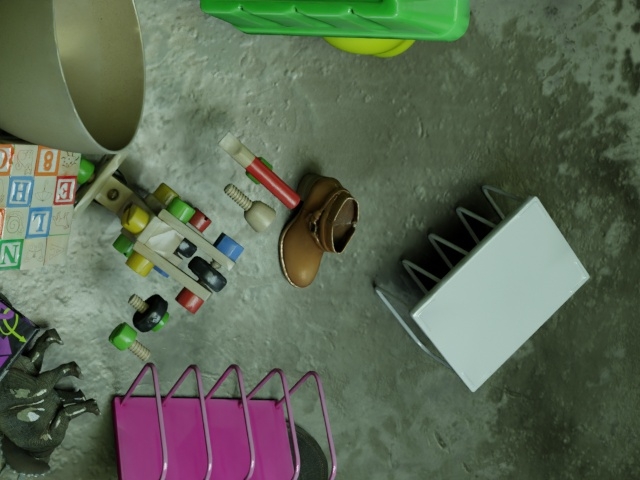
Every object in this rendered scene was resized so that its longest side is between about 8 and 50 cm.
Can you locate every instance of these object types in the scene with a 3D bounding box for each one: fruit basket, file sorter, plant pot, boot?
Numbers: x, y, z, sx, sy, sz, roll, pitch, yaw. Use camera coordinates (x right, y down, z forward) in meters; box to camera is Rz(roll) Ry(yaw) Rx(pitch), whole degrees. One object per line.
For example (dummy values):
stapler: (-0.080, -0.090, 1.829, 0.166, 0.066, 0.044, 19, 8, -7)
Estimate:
fruit basket: (0.044, -0.389, 1.611, 0.392, 0.392, 0.283, -7, 106, -24)
file sorter: (0.262, 0.066, 1.925, 0.277, 0.173, 0.193, -43, 119, -7)
plant pot: (-0.367, -0.245, 1.489, 0.191, 0.284, 0.284, -4, 113, 12)
boot: (0.000, 0.000, 1.787, 0.073, 0.152, 0.197, -1, 107, -26)
file sorter: (-0.144, 0.304, 1.754, 0.290, 0.202, 0.182, 5, 146, -27)

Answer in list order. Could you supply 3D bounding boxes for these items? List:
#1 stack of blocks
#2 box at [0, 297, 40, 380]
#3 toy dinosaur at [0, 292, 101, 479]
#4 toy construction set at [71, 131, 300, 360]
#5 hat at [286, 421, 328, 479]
stack of blocks: (-0.452, -0.050, 1.488, 0.297, 0.087, 0.171, -5, 108, -58)
box: (-0.494, 0.122, 1.619, 0.162, 0.029, 0.116, 36, 89, 1)
toy dinosaur: (-0.426, 0.229, 1.680, 0.160, 0.121, 0.313, -28, 120, -22)
toy construction set: (-0.218, -0.050, 1.601, 0.309, 0.257, 0.237, -38, 114, 20)
hat: (-0.112, 0.463, 1.903, 0.331, 0.134, 0.331, -8, 110, -23)
